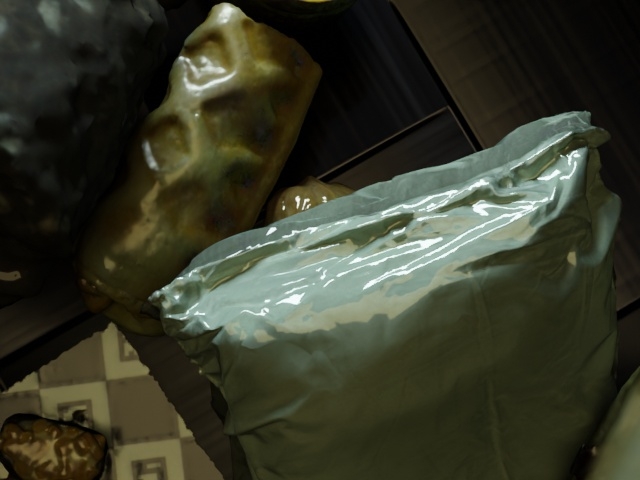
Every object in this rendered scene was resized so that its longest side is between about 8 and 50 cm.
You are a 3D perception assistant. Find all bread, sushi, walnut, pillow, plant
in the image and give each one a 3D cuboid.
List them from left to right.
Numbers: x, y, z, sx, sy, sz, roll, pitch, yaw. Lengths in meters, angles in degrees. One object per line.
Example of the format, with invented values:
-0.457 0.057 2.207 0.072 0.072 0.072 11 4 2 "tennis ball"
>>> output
-0.207 -0.126 0.662 0.215 0.213 0.312 28 52 -12 "plant"
-0.175 0.242 0.751 0.264 0.050 0.290 -33 86 -4 "sushi"
-0.079 -0.038 0.742 0.088 0.128 0.232 27 84 31 "bread"
0.000 0.000 0.767 0.079 0.082 0.096 -6 83 -33 "walnut"
0.064 0.092 0.700 0.310 0.138 0.283 -21 119 -4 "pillow"

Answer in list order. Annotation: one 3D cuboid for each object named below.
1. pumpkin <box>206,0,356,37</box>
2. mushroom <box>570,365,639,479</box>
-0.043 -0.218 0.773 0.119 0.107 0.183 -21 73 -20 "pumpkin"
0.280 0.176 0.696 0.217 0.212 0.292 26 118 19 "mushroom"
